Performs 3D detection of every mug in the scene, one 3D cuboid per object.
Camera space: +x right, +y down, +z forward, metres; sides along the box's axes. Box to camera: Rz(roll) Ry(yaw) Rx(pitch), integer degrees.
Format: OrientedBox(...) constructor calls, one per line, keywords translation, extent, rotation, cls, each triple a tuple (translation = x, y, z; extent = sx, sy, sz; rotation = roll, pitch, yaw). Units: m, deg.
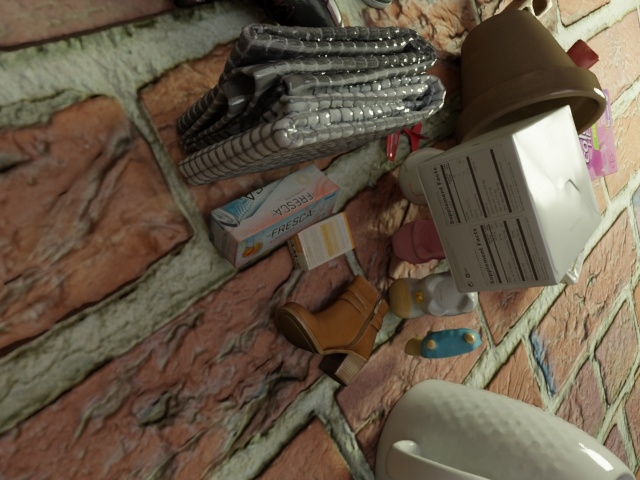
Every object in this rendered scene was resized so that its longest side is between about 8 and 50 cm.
OrientedBox(translation=(0.263, 0.377, 0.711), extent=(0.374, 0.328, 0.276), rotation=(26, 73, -34), cls="mug")

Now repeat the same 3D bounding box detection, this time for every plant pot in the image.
OrientedBox(translation=(0.373, -0.304, 0.897), extent=(0.263, 0.263, 0.229), rotation=(3, 68, -37), cls="plant pot")

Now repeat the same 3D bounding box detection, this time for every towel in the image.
OrientedBox(translation=(-0.021, -0.166, 0.572), extent=(0.283, 0.235, 0.121), rotation=(-21, 98, -37), cls="towel")

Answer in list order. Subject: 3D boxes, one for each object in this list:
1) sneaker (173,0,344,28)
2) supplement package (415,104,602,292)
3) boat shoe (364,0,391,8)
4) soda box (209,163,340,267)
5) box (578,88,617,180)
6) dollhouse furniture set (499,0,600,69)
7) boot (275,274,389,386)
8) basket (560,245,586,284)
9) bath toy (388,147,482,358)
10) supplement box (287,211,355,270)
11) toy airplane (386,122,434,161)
OrientedBox(translation=(-0.106, -0.325, 0.605), extent=(0.281, 0.106, 0.162), rotation=(44, 68, -16), cls="sneaker")
OrientedBox(translation=(0.297, -0.069, 0.701), extent=(0.262, 0.145, 0.204), rotation=(-28, 100, -44), cls="supplement package")
OrientedBox(translation=(0.076, -0.443, 0.773), extent=(0.142, 0.040, 0.049), rotation=(18, 77, -36), cls="boat shoe")
OrientedBox(translation=(-0.060, -0.038, 0.632), extent=(0.183, 0.058, 0.063), rotation=(-31, 64, -35), cls="soda box")
OrientedBox(translation=(0.616, -0.251, 1.134), extent=(0.243, 0.117, 0.214), rotation=(-15, 98, -36), cls="box")
OrientedBox(translation=(0.474, -0.487, 0.930), extent=(0.152, 0.201, 0.374), rotation=(-44, 123, -3), cls="dollhouse furniture set")
OrientedBox(translation=(0.025, 0.111, 0.701), extent=(0.152, 0.073, 0.197), rotation=(-55, 131, -23), cls="boot")
OrientedBox(translation=(0.522, 0.014, 1.063), extent=(0.167, 0.103, 0.113), rotation=(41, 65, -30), cls="basket")
OrientedBox(translation=(0.190, 0.019, 0.796), extent=(0.129, 0.151, 0.348), rotation=(15, 71, -71), cls="bath toy")
OrientedBox(translation=(0.000, 0.000, 0.704), extent=(0.098, 0.036, 0.062), rotation=(-24, 103, -36), cls="supplement box")
OrientedBox(translation=(0.149, -0.207, 0.830), extent=(0.151, 0.028, 0.151), rotation=(0, 90, -37), cls="toy airplane")
